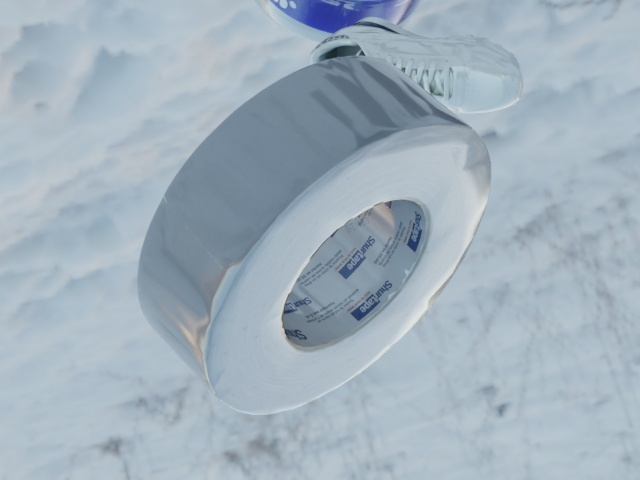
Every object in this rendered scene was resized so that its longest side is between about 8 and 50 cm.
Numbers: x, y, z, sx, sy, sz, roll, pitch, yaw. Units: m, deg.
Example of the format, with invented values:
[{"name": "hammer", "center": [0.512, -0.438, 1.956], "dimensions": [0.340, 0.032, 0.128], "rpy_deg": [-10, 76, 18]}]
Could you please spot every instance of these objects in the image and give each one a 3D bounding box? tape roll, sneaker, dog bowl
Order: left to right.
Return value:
[{"name": "tape roll", "center": [0.000, 0.000, 0.815], "dimensions": [0.219, 0.072, 0.219], "rpy_deg": [-33, 149, -24]}, {"name": "dog bowl", "center": [0.027, -0.399, 1.847], "dimensions": [0.265, 0.264, 0.104], "rpy_deg": [-9, 156, -21]}, {"name": "sneaker", "center": [0.102, -0.177, 1.452], "dimensions": [0.235, 0.090, 0.095], "rpy_deg": [15, -156, 32]}]
